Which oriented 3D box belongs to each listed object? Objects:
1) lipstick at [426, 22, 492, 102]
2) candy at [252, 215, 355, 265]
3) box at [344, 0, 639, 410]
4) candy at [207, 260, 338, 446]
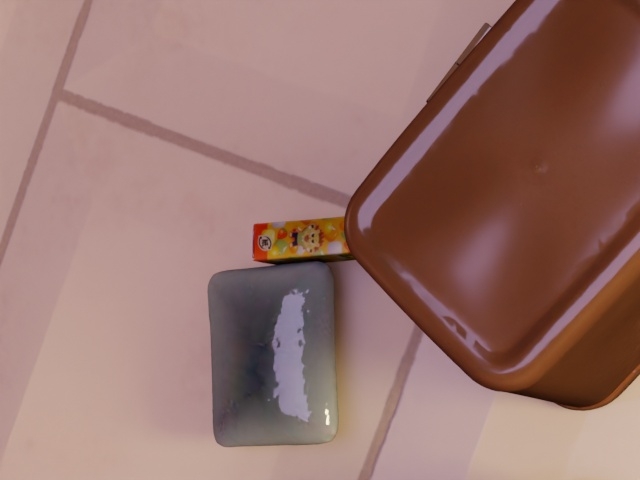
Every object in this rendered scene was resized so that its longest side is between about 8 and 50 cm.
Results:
[{"bbox_3d":[0.135,-0.164,1.367,0.019,0.019,0.094,43,103,24],"label":"lipstick"},{"bbox_3d":[0.000,0.000,1.390,0.122,0.062,0.038,-5,82,26],"label":"candy"},{"bbox_3d":[0.216,-0.046,1.195,0.339,0.229,0.239,-50,65,13],"label":"box"},{"bbox_3d":[-0.046,0.111,1.395,0.138,0.071,0.174,-7,80,28],"label":"candy"}]
